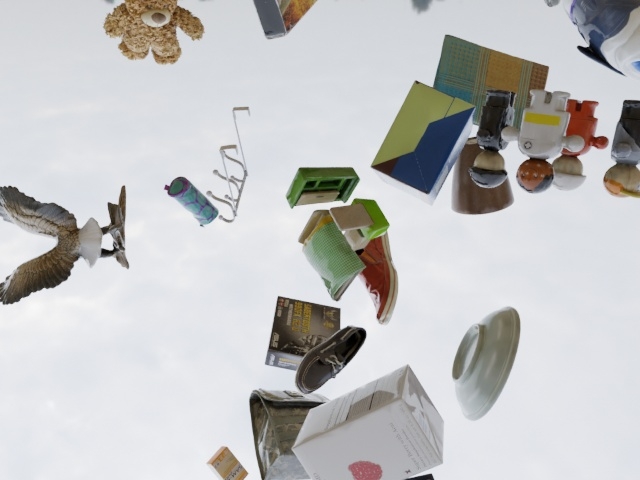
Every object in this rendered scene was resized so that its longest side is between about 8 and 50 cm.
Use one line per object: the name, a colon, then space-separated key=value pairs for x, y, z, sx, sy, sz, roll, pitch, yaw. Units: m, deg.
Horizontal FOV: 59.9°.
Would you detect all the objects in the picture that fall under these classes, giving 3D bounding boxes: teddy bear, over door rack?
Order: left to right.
teddy bear: x=-0.437 y=-0.550 z=1.446 sx=0.245 sy=0.113 sz=0.338 roll=16 pitch=160 yaw=-33
over door rack: x=-0.305 y=-0.254 z=1.844 sx=0.108 sy=0.324 sz=0.239 roll=8 pitch=-134 yaw=-2

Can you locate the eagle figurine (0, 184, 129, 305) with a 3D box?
eagle figurine: x=-0.575 y=0.008 z=1.207 sx=0.298 sy=0.225 sz=0.226 roll=-2 pitch=-136 yaw=-14

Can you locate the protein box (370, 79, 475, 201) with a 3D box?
protein box: x=0.224 y=-0.201 z=1.197 sx=0.136 sy=0.200 sz=0.201 roll=28 pitch=-176 yaw=13

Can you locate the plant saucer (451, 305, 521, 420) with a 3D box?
plant saucer: x=0.525 y=0.390 z=1.846 sx=0.100 sy=0.400 sz=0.400 roll=22 pitch=-150 yaw=2

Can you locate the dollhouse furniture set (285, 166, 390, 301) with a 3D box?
dollhouse furniture set: x=0.000 y=0.000 z=1.295 sx=0.151 sy=0.301 sz=0.197 roll=-8 pitch=-124 yaw=-33

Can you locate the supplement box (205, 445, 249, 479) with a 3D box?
supplement box: x=-0.241 y=0.593 z=1.444 sx=0.036 sy=0.098 sz=0.062 roll=-22 pitch=-163 yaw=51

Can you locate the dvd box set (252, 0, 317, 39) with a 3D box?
dvd box set: x=-0.070 y=-0.683 z=1.248 sx=0.062 sy=0.307 sz=0.420 roll=0 pitch=-140 yaw=24

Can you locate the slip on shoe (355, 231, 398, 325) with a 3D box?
slip on shoe: x=0.131 y=0.078 z=1.416 sx=0.101 sy=0.123 sz=0.331 roll=4 pitch=-135 yaw=-10

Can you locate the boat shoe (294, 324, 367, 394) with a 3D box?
boat shoe: x=0.026 y=0.252 z=1.202 sx=0.206 sy=0.075 sz=0.065 roll=-38 pitch=-174 yaw=-36

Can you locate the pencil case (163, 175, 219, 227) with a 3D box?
pencil case: x=-0.322 y=-0.097 z=1.404 sx=0.070 sy=0.151 sz=0.064 roll=3 pitch=-117 yaw=26

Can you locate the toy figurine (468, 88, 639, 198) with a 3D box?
toy figurine: x=0.341 y=-0.134 z=0.802 sx=0.213 sy=0.148 sz=0.209 roll=3 pitch=-166 yaw=-12

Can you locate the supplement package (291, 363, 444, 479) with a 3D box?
supplement package: x=0.115 y=0.451 z=1.286 sx=0.293 sy=0.177 sz=0.175 roll=-31 pitch=-176 yaw=18

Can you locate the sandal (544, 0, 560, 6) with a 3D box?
sandal: x=0.515 y=-0.636 z=1.185 sx=0.086 sy=0.120 sz=0.303 roll=3 pitch=-115 yaw=29

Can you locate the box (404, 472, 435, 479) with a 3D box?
box: x=0.228 y=0.776 z=1.313 sx=0.183 sy=0.296 sz=0.294 roll=-9 pitch=-143 yaw=-7

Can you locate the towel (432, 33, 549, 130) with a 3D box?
towel: x=0.549 y=-0.497 z=1.819 sx=0.370 sy=0.271 sz=0.040 roll=15 pitch=173 yaw=-4

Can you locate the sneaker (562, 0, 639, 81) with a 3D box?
sneaker: x=0.585 y=-0.342 z=0.987 sx=0.323 sy=0.130 sz=0.236 roll=4 pitch=-130 yaw=-39

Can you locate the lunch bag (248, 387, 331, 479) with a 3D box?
lunch bag: x=-0.077 y=0.561 z=1.683 sx=0.235 sy=0.169 sz=0.287 roll=11 pitch=-149 yaw=-28

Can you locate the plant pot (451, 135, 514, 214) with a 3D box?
plant pot: x=0.543 y=-0.233 z=1.905 sx=0.215 sy=0.230 sz=0.215 roll=-11 pitch=-159 yaw=5

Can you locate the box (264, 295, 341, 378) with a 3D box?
box: x=-0.040 y=0.247 z=1.452 sx=0.183 sy=0.056 sz=0.231 roll=12 pitch=-150 yaw=-3
